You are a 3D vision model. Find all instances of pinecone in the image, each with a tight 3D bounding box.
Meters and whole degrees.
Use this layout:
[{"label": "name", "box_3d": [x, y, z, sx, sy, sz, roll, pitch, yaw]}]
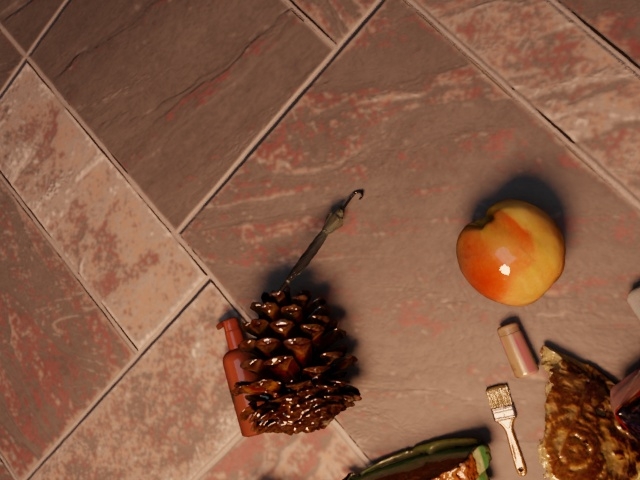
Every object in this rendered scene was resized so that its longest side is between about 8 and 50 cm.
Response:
[{"label": "pinecone", "box_3d": [-0.056, 0.226, 1.187, 0.246, 0.246, 0.292, -21, 61, 19]}]

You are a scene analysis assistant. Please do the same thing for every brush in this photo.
[{"label": "brush", "box_3d": [0.348, 0.351, 1.143, 0.043, 0.014, 0.169, -18, 85, 18]}]

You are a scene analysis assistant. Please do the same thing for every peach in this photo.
[{"label": "peach", "box_3d": [0.329, 0.024, 1.070, 0.184, 0.184, 0.184, 0, 90, 20]}]

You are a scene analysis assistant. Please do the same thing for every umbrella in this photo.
[{"label": "umbrella", "box_3d": [-0.003, -0.002, 1.213, 0.044, 0.044, 0.269, 22, 65, 44]}]

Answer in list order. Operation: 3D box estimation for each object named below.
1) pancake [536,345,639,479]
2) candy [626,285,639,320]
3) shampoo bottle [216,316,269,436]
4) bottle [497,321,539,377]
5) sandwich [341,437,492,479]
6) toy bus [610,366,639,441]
[{"label": "pancake", "box_3d": [0.466, 0.318, 1.045, 0.212, 0.056, 0.257, 16, 61, -2]}, {"label": "candy", "box_3d": [0.608, 0.132, 1.014, 0.138, 0.071, 0.174, -34, 79, 28]}, {"label": "shampoo bottle", "box_3d": [-0.158, 0.281, 1.297, 0.085, 0.085, 0.244, -21, 80, 19]}, {"label": "bottle", "box_3d": [0.356, 0.198, 1.124, 0.045, 0.045, 0.096, -25, 80, 19]}, {"label": "sandwich", "box_3d": [0.184, 0.459, 1.114, 0.292, 0.212, 0.109, -27, 95, 5]}, {"label": "toy bus", "box_3d": [0.601, 0.319, 0.957, 0.303, 0.147, 0.127, 42, 102, 2]}]
